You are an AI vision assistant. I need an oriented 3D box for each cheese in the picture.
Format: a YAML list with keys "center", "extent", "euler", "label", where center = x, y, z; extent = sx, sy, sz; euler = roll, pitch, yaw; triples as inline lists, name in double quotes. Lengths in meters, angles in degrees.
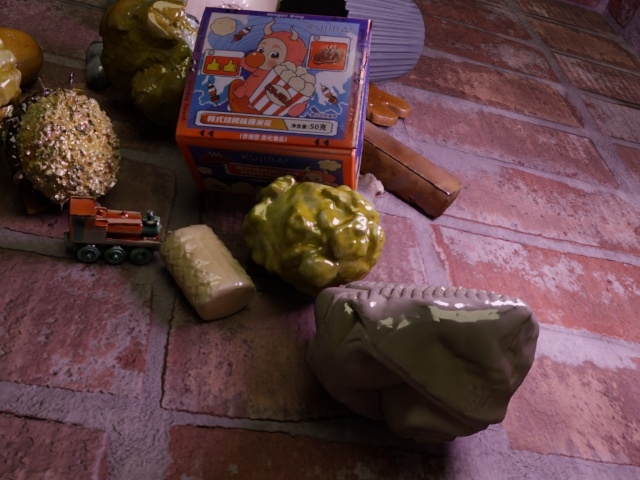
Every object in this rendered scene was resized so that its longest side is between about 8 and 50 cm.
- center: [-0.208, 0.057, 1.341]
  extent: [0.123, 0.094, 0.167]
  euler: [-10, 51, -48]
  label: "cheese"

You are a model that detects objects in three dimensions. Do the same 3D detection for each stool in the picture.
- center: [0.093, -0.570, 2.030]
  extent: [0.330, 0.297, 0.297]
  euler: [-10, 48, -41]
  label: "stool"

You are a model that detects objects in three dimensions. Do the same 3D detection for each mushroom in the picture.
- center: [0.076, -0.093, 1.658]
  extent: [0.116, 0.093, 0.225]
  euler: [16, 38, 30]
  label: "mushroom"

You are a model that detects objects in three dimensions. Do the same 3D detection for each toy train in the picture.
- center: [-0.370, -0.017, 1.328]
  extent: [0.175, 0.118, 0.074]
  euler: [4, 44, -19]
  label: "toy train"

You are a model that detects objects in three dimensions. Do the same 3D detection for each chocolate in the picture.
- center: [-0.533, -0.427, 1.787]
  extent: [0.072, 0.072, 0.167]
  euler: [4, 41, -22]
  label: "chocolate"

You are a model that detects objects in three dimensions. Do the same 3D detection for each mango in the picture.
- center: [-0.733, -0.387, 1.616]
  extent: [0.157, 0.109, 0.262]
  euler: [47, 48, 15]
  label: "mango"

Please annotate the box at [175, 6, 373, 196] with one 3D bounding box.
- center: [-0.080, -0.274, 1.511]
  extent: [0.348, 0.257, 0.319]
  euler: [7, 68, 5]
  label: "box"

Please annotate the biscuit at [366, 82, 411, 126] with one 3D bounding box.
- center: [0.110, -0.412, 2.102]
  extent: [0.295, 0.044, 0.186]
  euler: [34, 36, 18]
  label: "biscuit"

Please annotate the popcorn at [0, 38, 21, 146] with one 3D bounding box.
- center: [-0.677, -0.271, 1.363]
  extent: [0.270, 0.258, 0.224]
  euler: [-9, 24, 23]
  label: "popcorn"

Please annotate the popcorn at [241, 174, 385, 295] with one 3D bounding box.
- center: [0.000, 0.000, 1.392]
  extent: [0.241, 0.235, 0.250]
  euler: [-15, 29, -35]
  label: "popcorn"

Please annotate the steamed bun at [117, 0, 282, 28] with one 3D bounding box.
- center: [-0.330, -0.709, 2.048]
  extent: [0.455, 0.290, 0.371]
  euler: [-4, 43, -30]
  label: "steamed bun"

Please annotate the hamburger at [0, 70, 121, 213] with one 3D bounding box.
- center: [-0.476, -0.180, 1.383]
  extent: [0.138, 0.262, 0.243]
  euler: [-6, 22, 33]
  label: "hamburger"

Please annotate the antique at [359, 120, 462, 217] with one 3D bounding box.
- center: [0.194, -0.173, 1.809]
  extent: [0.310, 0.093, 0.087]
  euler: [35, 39, 17]
  label: "antique"

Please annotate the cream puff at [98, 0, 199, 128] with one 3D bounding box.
- center: [-0.370, -0.389, 1.692]
  extent: [0.274, 0.270, 0.323]
  euler: [2, -13, 27]
  label: "cream puff"

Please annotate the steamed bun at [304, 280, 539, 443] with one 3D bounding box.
- center: [0.164, 0.198, 1.198]
  extent: [0.367, 0.255, 0.342]
  euler: [0, 1, 9]
  label: "steamed bun"
